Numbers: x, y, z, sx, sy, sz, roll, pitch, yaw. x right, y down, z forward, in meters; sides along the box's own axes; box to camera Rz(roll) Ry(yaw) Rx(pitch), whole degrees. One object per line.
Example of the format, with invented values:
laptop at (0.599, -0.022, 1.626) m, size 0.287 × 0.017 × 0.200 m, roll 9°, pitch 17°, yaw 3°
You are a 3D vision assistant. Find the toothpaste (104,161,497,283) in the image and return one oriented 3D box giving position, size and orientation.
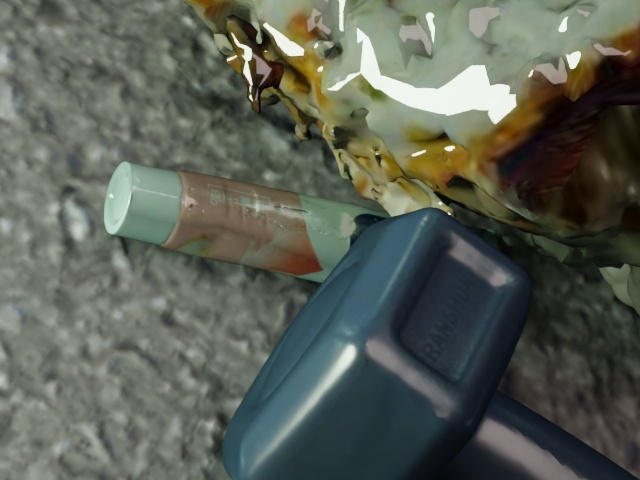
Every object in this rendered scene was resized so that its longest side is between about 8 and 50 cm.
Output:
toothpaste at (0.000, 0.000, 0.817) m, size 0.205 × 0.036 × 0.056 m, roll 12°, pitch 59°, yaw -25°

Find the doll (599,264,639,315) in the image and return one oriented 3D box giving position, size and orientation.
doll at (0.223, -0.053, 0.914) m, size 0.138 × 0.119 × 0.293 m, roll 45°, pitch 46°, yaw -20°

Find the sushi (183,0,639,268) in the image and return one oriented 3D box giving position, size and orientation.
sushi at (0.130, -0.177, 0.801) m, size 0.176 × 0.417 × 0.417 m, roll 39°, pitch 36°, yaw -58°

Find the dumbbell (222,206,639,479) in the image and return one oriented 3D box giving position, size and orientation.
dumbbell at (0.120, 0.124, 0.740) m, size 0.316 × 0.156 × 0.143 m, roll 35°, pitch 23°, yaw -5°
